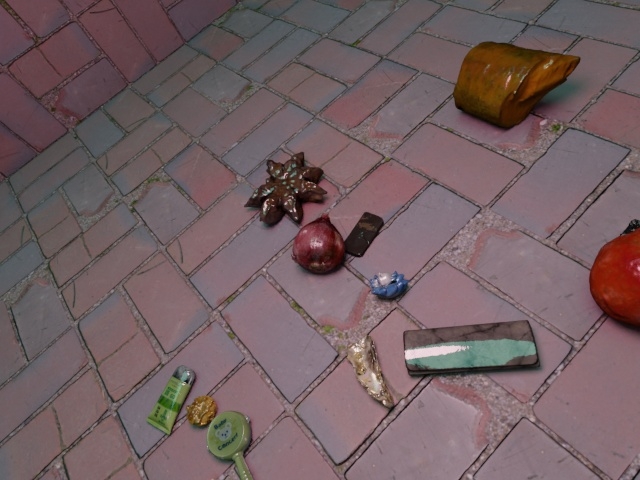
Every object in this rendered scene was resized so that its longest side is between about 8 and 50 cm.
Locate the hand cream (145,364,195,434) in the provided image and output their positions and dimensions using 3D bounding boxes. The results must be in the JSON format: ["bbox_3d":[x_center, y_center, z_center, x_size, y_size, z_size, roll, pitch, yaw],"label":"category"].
[{"bbox_3d":[-0.421,0.446,1.190,0.095,0.046,0.174,15,66,25],"label":"hand cream"}]

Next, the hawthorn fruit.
[{"bbox_3d":[0.719,0.066,0.881,0.242,0.271,0.241,-7,62,14],"label":"hawthorn fruit"}]

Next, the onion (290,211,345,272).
[{"bbox_3d":[0.000,0.000,1.267,0.160,0.159,0.194,-1,58,20],"label":"onion"}]

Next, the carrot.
[{"bbox_3d":[0.589,-0.489,1.319,0.241,0.241,0.341,-44,51,-11],"label":"carrot"}]

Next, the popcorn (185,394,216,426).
[{"bbox_3d":[-0.324,0.462,1.138,0.082,0.057,0.083,-32,50,-3],"label":"popcorn"}]

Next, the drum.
[{"bbox_3d":[-0.188,0.534,1.044,0.253,0.049,0.130,33,74,34],"label":"drum"}]

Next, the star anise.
[{"bbox_3d":[-0.127,-0.186,1.461,0.316,0.108,0.314,-6,63,12],"label":"star anise"}]

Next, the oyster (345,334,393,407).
[{"bbox_3d":[0.124,0.335,1.071,0.106,0.061,0.199,-24,48,27],"label":"oyster"}]

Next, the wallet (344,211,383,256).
[{"bbox_3d":[0.133,-0.019,1.312,0.082,0.018,0.156,25,69,32],"label":"wallet"}]

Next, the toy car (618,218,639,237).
[{"bbox_3d":[0.792,-0.016,1.061,0.093,0.025,0.041,-43,52,-14],"label":"toy car"}]

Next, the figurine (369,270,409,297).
[{"bbox_3d":[0.193,0.119,1.159,0.115,0.078,0.114,-18,9,3],"label":"figurine"}]

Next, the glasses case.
[{"bbox_3d":[0.357,0.261,1.016,0.300,0.060,0.114,-9,56,15],"label":"glasses case"}]
